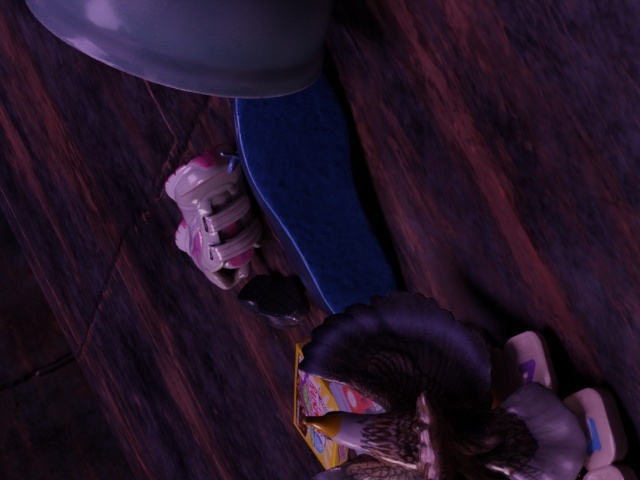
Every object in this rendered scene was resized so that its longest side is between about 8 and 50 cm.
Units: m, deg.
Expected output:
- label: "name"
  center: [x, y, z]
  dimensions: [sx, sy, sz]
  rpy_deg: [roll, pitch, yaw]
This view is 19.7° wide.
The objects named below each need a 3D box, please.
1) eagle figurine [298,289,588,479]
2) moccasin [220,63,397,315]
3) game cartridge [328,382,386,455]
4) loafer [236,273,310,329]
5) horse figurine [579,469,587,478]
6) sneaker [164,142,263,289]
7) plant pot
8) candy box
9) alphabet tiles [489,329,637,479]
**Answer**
- label: "eagle figurine"
  center: [0.085, 0.180, 1.717]
  dimensions: [0.225, 0.226, 0.298]
  rpy_deg: [43, 178, -8]
- label: "moccasin"
  center: [-0.030, -0.060, 1.950]
  dimensions: [0.117, 0.138, 0.342]
  rpy_deg: [35, 145, 64]
- label: "game cartridge"
  center: [0.090, 0.217, 2.077]
  dimensions: [0.196, 0.060, 0.294]
  rpy_deg: [62, 164, 9]
- label: "loafer"
  center: [-0.046, 0.083, 2.319]
  dimensions: [0.061, 0.062, 0.170]
  rpy_deg: [47, 171, -19]
- label: "horse figurine"
  center: [0.169, 0.187, 1.816]
  dimensions: [0.263, 0.066, 0.174]
  rpy_deg: [64, 150, 23]
- label: "sneaker"
  center: [-0.121, -0.028, 2.318]
  dimensions: [0.111, 0.103, 0.252]
  rpy_deg: [51, 164, 25]
- label: "plant pot"
  center: [-0.111, -0.287, 1.711]
  dimensions: [0.293, 0.293, 0.196]
  rpy_deg: [47, 129, 43]
- label: "candy box"
  center: [0.002, 0.219, 2.393]
  dimensions: [0.105, 0.027, 0.206]
  rpy_deg: [51, 158, 28]
- label: "alphabet tiles"
  center: [0.190, 0.235, 1.715]
  dimensions: [0.284, 0.021, 0.278]
  rpy_deg: [-30, 69, 51]
